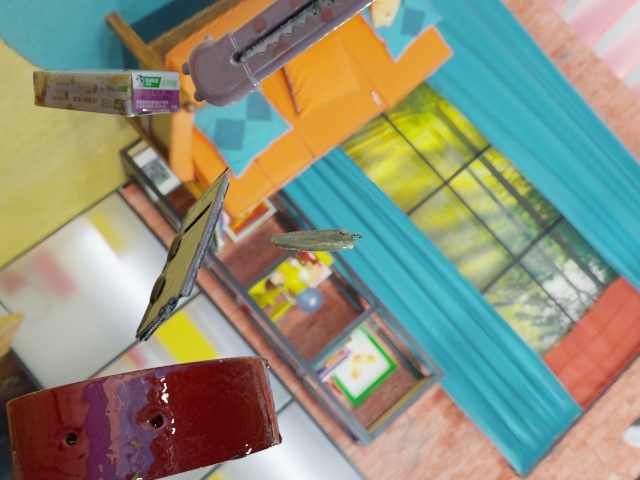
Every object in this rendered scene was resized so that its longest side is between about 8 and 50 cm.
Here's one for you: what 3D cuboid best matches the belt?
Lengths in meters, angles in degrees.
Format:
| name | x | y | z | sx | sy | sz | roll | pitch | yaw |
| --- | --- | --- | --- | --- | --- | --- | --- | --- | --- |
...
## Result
| name | x | y | z | sx | sy | sz | roll | pitch | yaw |
| --- | --- | --- | --- | --- | --- | --- | --- | --- | --- |
| belt | -0.171 | 0.202 | 0.821 | 0.227 | 0.115 | 0.324 | -21 | 165 | 39 |

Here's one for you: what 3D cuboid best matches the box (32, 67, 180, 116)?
| name | x | y | z | sx | sy | sz | roll | pitch | yaw |
| --- | --- | --- | --- | --- | --- | --- | --- | --- | --- |
| box | -0.209 | -0.143 | 0.713 | 0.050 | 0.041 | 0.207 | -8 | -165 | -42 |

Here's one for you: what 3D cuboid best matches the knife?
| name | x | y | z | sx | sy | sz | roll | pitch | yaw |
| --- | --- | --- | --- | --- | --- | --- | --- | --- | --- |
| knife | 0.004 | -0.265 | 0.828 | 0.399 | 0.132 | 0.038 | -29 | 168 | 24 |

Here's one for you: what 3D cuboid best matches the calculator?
| name | x | y | z | sx | sy | sz | roll | pitch | yaw |
| --- | --- | --- | --- | --- | --- | --- | --- | --- | --- |
| calculator | -0.207 | 0.018 | 1.155 | 0.166 | 0.028 | 0.274 | -41 | -154 | 45 |

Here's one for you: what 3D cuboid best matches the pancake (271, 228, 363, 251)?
| name | x | y | z | sx | sy | sz | roll | pitch | yaw |
| --- | --- | --- | --- | --- | --- | --- | --- | --- | --- |
| pancake | -0.006 | -0.001 | 0.963 | 0.116 | 0.022 | 0.129 | -1 | -175 | 11 |
